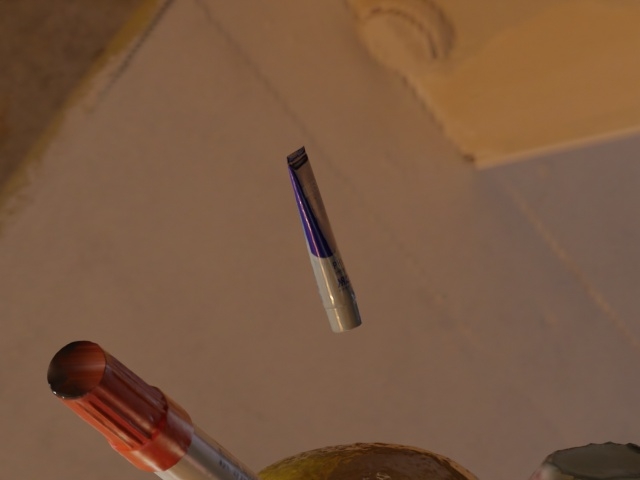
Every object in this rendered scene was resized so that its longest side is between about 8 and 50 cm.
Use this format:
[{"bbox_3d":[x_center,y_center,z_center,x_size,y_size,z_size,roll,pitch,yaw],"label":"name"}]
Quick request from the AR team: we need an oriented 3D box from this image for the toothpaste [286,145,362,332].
[{"bbox_3d":[0.000,0.000,0.838,0.024,0.015,0.083,-36,-69,-66],"label":"toothpaste"}]

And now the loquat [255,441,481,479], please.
[{"bbox_3d":[0.020,0.212,1.085,0.208,0.208,0.208,9,-104,-42],"label":"loquat"}]

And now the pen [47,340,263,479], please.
[{"bbox_3d":[-0.036,0.100,0.750,0.239,0.028,0.028,48,-129,-51],"label":"pen"}]

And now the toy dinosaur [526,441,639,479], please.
[{"bbox_3d":[0.012,0.115,0.355,0.242,0.053,0.167,15,-72,-46],"label":"toy dinosaur"}]
